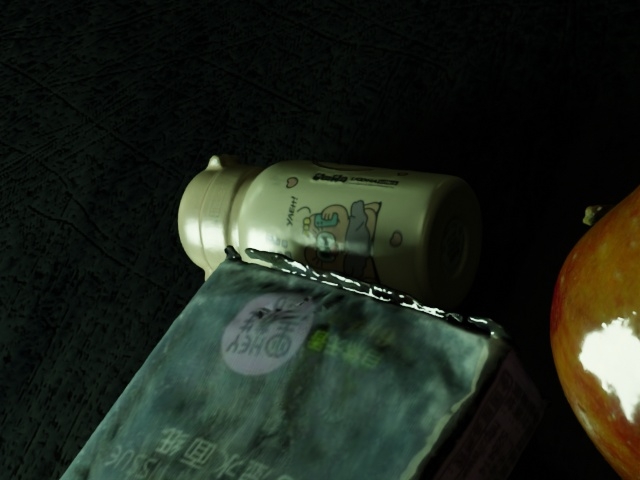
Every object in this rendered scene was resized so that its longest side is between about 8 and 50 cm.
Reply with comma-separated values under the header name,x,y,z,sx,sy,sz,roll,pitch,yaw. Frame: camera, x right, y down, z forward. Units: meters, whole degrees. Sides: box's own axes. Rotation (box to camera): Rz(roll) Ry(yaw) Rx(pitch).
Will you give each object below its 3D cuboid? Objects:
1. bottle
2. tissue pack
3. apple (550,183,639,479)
name,x,y,z,sx,sy,sz,roll,pitch,yaw
bottle,0.000,0.000,1.304,0.209,0.097,0.110,6,95,30
tissue pack,-0.051,0.191,1.140,0.259,0.122,0.361,17,64,44
apple,0.289,0.048,1.016,0.317,0.288,0.288,38,75,27
